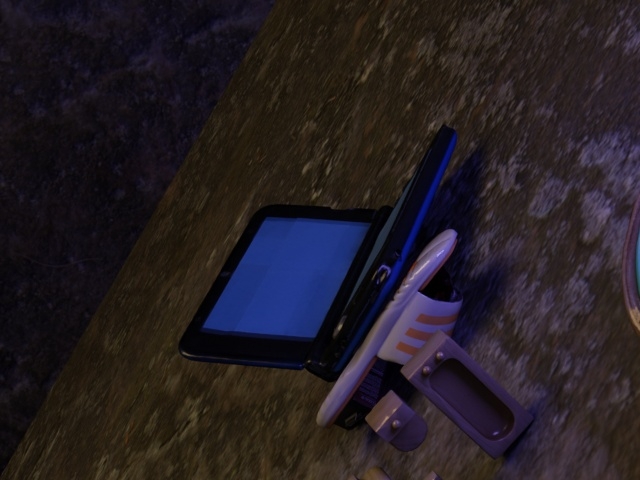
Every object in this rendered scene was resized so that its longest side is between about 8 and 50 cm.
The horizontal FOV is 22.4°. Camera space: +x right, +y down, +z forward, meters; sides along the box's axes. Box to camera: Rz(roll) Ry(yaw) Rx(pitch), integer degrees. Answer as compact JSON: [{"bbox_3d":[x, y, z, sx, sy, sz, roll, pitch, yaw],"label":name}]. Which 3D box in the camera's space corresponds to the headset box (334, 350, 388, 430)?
[{"bbox_3d":[0.040,0.161,1.745,0.062,0.032,0.083,-43,25,49],"label":"headset box"}]

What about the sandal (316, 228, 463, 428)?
[{"bbox_3d":[0.088,0.101,1.630,0.265,0.076,0.102,-59,-3,30],"label":"sandal"}]

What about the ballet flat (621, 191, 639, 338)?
[{"bbox_3d":[0.279,-0.022,1.206,0.124,0.116,0.342,106,180,-52],"label":"ballet flat"}]

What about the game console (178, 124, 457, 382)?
[{"bbox_3d":[0.000,0.000,1.778,0.250,0.173,0.293,-62,1,41],"label":"game console"}]

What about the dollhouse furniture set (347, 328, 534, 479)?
[{"bbox_3d":[0.111,0.188,1.329,0.151,0.144,0.123,-46,21,0],"label":"dollhouse furniture set"}]
